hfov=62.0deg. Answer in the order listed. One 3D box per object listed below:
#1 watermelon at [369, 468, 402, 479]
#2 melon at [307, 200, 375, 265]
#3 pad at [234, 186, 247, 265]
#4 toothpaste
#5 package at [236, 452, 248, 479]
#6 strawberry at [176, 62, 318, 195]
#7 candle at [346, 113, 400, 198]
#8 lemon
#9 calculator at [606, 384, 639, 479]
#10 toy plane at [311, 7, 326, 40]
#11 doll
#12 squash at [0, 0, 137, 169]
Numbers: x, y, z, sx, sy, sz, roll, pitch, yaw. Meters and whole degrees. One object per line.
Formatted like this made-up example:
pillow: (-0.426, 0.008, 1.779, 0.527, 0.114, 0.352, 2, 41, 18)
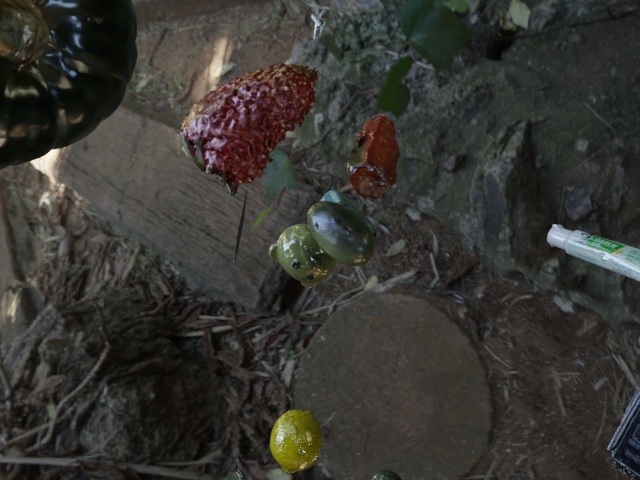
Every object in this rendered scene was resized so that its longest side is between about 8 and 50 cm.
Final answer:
watermelon: (0.123, 0.495, 1.023, 0.078, 0.078, 0.111, 24, 110, 34)
melon: (0.040, -0.016, 1.077, 0.162, 0.099, 0.099, 41, 97, 16)
pad: (-0.179, -0.032, 1.197, 0.003, 0.112, 0.157, 8, 45, -6)
toothpaste: (0.564, 0.040, 0.973, 0.314, 0.055, 0.058, 28, 106, 50)
package: (-0.168, 0.616, 1.248, 0.027, 0.173, 0.171, -16, 102, -12)
strawberry: (-0.157, -0.263, 1.047, 0.233, 0.137, 0.306, 40, 94, 36)
candle: (0.058, -0.095, 0.562, 0.053, 0.162, 0.048, 18, 127, -1)
lemon: (-0.050, 0.413, 1.094, 0.109, 0.109, 0.133, 12, 79, 33)
calculator: (0.617, 0.302, 0.923, 0.165, 0.028, 0.274, 34, 84, -6)
toy plane: (-0.005, -0.504, 1.232, 0.085, 0.024, 0.078, -103, 31, -47)
doll: (0.000, 0.000, 1.426, 0.261, 0.177, 0.162, -45, 25, 12)
squash: (-0.222, -0.146, 0.333, 0.172, 0.218, 0.218, -1, 73, 23)
